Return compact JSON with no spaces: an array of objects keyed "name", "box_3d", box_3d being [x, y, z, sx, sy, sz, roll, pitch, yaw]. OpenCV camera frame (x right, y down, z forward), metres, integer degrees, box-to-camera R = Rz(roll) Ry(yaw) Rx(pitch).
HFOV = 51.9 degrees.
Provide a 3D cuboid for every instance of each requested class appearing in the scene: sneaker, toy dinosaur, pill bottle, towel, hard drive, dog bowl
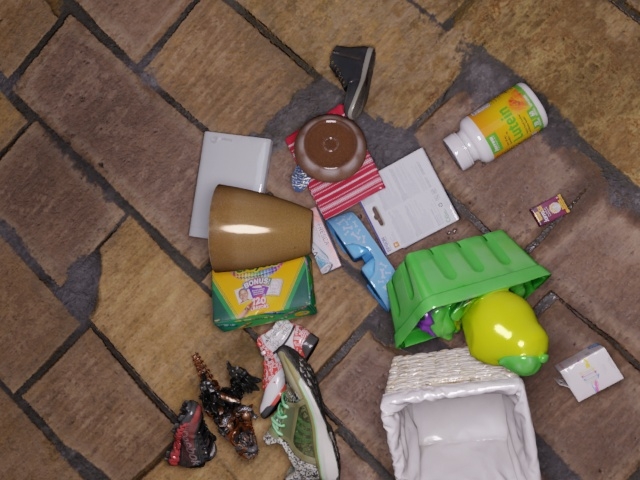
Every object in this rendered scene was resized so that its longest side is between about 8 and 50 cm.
[{"name":"sneaker","box_3d":[-0.074,0.478,1.729,0.182,0.158,0.410,-16,100,1]},{"name":"toy dinosaur","box_3d":[-0.274,0.450,1.813,0.322,0.218,0.164,33,52,13]},{"name":"pill bottle","box_3d":[0.450,-0.289,1.716,0.246,0.136,0.136,-33,82,8]},{"name":"towel","box_3d":[0.038,-0.219,1.828,0.199,0.031,0.274,-29,79,16]},{"name":"sneaker","box_3d":[-0.045,-0.194,1.809,0.052,0.058,0.135,13,81,3]},{"name":"hard drive","box_3d":[-0.258,-0.150,1.899,0.203,0.040,0.307,9,90,11]},{"name":"sneaker","box_3d":[-0.343,0.540,1.815,0.135,0.097,0.276,18,129,0]},{"name":"sneaker","box_3d":[0.073,-0.437,1.823,0.118,0.083,0.221,10,72,17]},{"name":"dog bowl","box_3d":[0.125,0.049,1.759,0.074,0.166,0.297,-34,82,-3]},{"name":"sneaker","box_3d":[-0.131,0.347,1.829,0.145,0.090,0.270,31,90,12]}]

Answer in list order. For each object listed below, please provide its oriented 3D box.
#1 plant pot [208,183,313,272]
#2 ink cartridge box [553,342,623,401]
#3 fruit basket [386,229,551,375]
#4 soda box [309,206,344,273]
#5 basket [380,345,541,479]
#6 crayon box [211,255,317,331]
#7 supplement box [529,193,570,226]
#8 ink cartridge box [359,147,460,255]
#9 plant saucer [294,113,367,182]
[{"name":"plant pot","box_3d":[-0.148,-0.026,1.751,0.255,0.237,0.237,3,88,2]},{"name":"ink cartridge box","box_3d":[0.670,0.337,1.669,0.143,0.092,0.089,-32,83,10]},{"name":"fruit basket","box_3d":[0.382,0.180,1.569,0.392,0.283,0.391,8,57,-12]},{"name":"soda box","box_3d":[0.000,0.000,1.832,0.063,0.058,0.183,-25,82,9]},{"name":"basket","box_3d":[0.336,0.447,1.599,0.329,0.266,0.331,-10,106,10]},{"name":"crayon box","box_3d":[-0.156,0.140,1.817,0.279,0.081,0.165,-12,61,11]},{"name":"supplement box","box_3d":[0.600,-0.078,1.725,0.083,0.043,0.055,-29,84,9]},{"name":"ink cartridge box","box_3d":[0.232,-0.103,1.792,0.224,0.045,0.223,-27,82,18]},{"name":"plant saucer","box_3d":[0.027,-0.255,1.771,0.199,0.036,0.198,0,77,-1]}]
